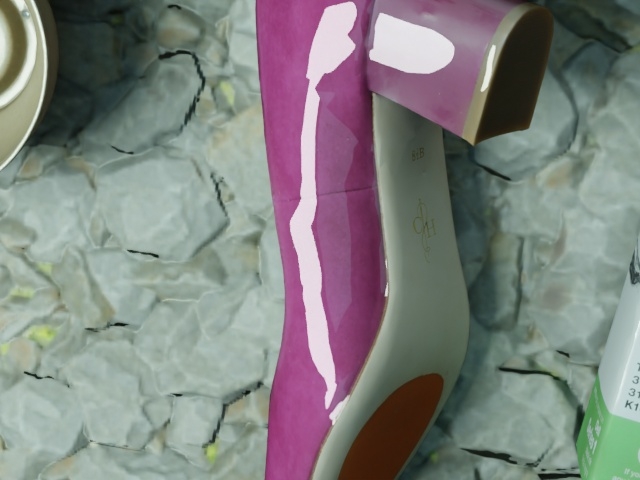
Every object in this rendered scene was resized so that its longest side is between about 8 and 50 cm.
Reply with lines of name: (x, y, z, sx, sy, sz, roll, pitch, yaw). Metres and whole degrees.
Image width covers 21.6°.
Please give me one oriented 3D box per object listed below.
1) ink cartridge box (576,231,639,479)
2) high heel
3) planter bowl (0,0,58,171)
ink cartridge box: (0.250, 0.048, 0.937, 0.160, 0.092, 0.219, 14, 104, 4)
high heel: (0.000, 0.000, 0.974, 0.181, 0.127, 0.377, 30, 110, 30)
planter bowl: (-0.220, -0.110, 0.954, 0.162, 0.109, 0.162, 1, 102, 6)
